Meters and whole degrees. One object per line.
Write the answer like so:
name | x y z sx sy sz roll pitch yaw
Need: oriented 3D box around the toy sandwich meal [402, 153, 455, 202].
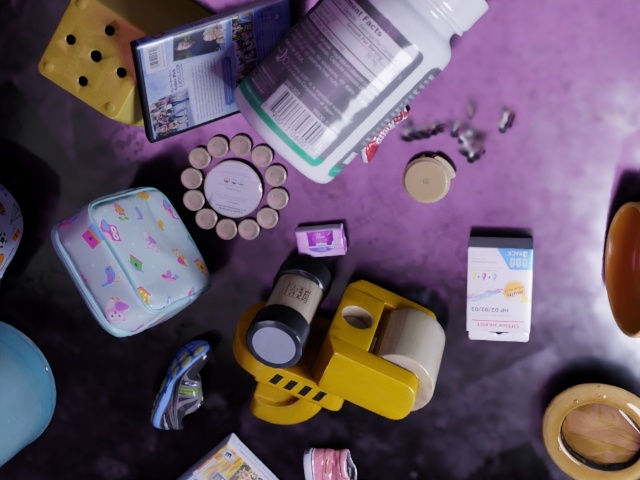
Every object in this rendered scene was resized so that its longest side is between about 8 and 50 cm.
toy sandwich meal | 0.172 -0.101 1.792 0.085 0.029 0.085 5 112 11

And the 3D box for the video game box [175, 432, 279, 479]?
video game box | -0.168 0.478 2.028 0.187 0.048 0.205 45 110 -8

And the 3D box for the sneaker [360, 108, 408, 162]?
sneaker | 0.102 -0.177 1.772 0.067 0.042 0.118 11 107 10

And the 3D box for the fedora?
fedora | 0.463 0.310 1.843 0.194 0.079 0.194 4 107 15

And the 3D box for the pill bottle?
pill bottle | 0.061 -0.274 1.653 0.204 0.204 0.361 45 101 -6

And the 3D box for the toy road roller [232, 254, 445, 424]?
toy road roller | 0.017 0.199 1.832 0.329 0.202 0.240 22 126 2

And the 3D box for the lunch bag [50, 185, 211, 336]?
lunch bag | -0.298 0.025 1.787 0.108 0.279 0.224 -34 88 18

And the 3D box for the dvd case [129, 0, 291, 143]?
dvd case | -0.156 -0.259 1.692 0.253 0.022 0.180 -22 138 -20

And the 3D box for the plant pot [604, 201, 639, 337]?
plant pot | 0.555 0.044 1.691 0.188 0.205 0.205 0 108 -6

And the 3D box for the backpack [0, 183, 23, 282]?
backpack | -0.644 -0.006 1.882 0.276 0.213 0.263 37 97 1

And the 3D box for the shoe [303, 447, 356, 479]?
shoe | 0.024 0.449 1.973 0.081 0.063 0.178 -5 102 17

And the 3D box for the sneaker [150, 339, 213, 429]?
sneaker | -0.234 0.254 1.966 0.078 0.067 0.188 21 110 -19

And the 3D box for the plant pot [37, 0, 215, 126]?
plant pot | -0.314 -0.297 1.731 0.212 0.187 0.212 33 110 -2

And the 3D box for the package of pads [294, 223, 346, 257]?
package of pads | 0.000 0.000 1.851 0.083 0.032 0.050 -5 111 12

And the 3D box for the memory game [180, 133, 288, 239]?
memory game | -0.143 -0.087 1.860 0.186 0.012 0.186 3 108 9

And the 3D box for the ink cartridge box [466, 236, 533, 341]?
ink cartridge box | 0.290 0.089 1.812 0.104 0.061 0.181 1 108 10

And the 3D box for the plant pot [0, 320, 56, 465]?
plant pot | -0.638 0.303 1.945 0.271 0.255 0.271 3 108 10
